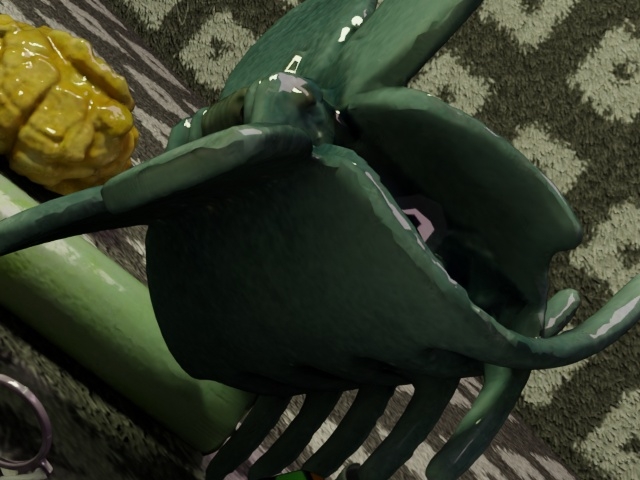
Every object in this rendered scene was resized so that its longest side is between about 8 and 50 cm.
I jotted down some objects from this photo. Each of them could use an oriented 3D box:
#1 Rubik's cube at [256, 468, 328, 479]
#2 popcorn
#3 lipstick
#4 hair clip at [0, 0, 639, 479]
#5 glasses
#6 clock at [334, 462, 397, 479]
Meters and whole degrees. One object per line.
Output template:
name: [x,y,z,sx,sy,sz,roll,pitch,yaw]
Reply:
Rubik's cube: [-0.015,0.188,0.626,0.133,0.112,0.133,41,6,-5]
popcorn: [-0.264,-0.136,1.116,0.194,0.140,0.163,43,2,21]
lipstick: [-0.171,0.039,0.825,0.304,0.076,0.076,40,8,-17]
hair clip: [0.000,0.000,0.709,0.318,0.392,0.238,-15,-70,52]
glasses: [-0.201,0.090,0.561,0.140,0.062,0.104,41,29,-4]
clock: [0.089,0.270,0.943,0.226,0.049,0.226,40,7,-6]
